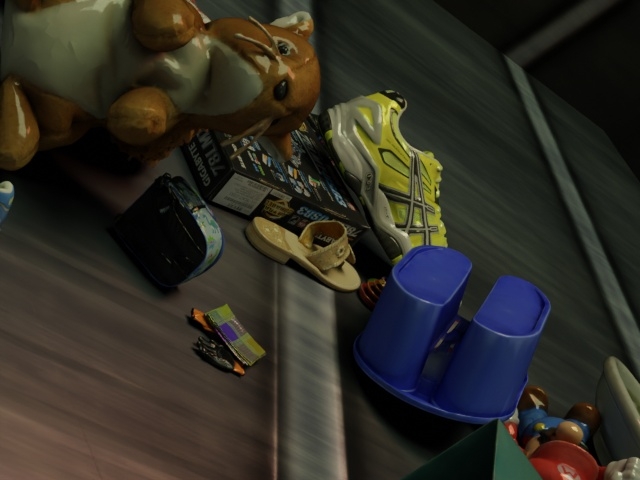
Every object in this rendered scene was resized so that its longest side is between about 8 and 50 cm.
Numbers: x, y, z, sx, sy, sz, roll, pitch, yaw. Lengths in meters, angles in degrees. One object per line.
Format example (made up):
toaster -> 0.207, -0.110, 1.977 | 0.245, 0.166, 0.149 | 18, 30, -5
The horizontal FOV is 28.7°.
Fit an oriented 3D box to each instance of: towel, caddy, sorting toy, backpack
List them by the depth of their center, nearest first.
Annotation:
backpack -> -0.172, -0.009, 1.500 | 0.114, 0.105, 0.084 | 53, 24, 9
towel -> -0.101, 0.114, 1.502 | 0.083, 0.009, 0.060 | 50, 21, 8
caddy -> 0.185, 0.143, 1.770 | 0.241, 0.179, 0.341 | 23, 18, 12
sorting toy -> 0.098, 0.076, 1.911 | 0.061, 0.042, 0.102 | 46, 21, 5

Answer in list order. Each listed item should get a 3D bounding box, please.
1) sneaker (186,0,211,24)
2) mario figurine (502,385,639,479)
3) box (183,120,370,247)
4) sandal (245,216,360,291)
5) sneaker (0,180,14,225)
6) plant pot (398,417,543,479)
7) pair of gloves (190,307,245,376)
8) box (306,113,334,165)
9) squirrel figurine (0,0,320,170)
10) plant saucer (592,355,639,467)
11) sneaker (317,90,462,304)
sneaker -> -0.206, -0.355, 2.092 | 0.270, 0.090, 0.145 | 34, 26, -17
mario figurine -> 0.346, 0.281, 1.778 | 0.320, 0.198, 0.170 | -54, 125, -74
box -> -0.092, -0.135, 1.918 | 0.293, 0.073, 0.295 | 24, 29, -44
sandal -> 0.002, 0.005, 1.819 | 0.240, 0.079, 0.088 | 23, 30, -43
sneaker -> -0.400, -0.080, 1.255 | 0.211, 0.081, 0.080 | 38, 24, -13
plant pot -> 0.206, 0.365, 1.421 | 0.234, 0.165, 0.166 | 50, 20, -8
pair of gloves -> -0.122, 0.121, 1.479 | 0.074, 0.010, 0.083 | 33, 25, -33
box -> -0.003, -0.174, 2.174 | 0.083, 0.052, 0.062 | 53, 23, 24
squirrel figurine -> -0.195, -0.216, 1.516 | 0.370, 0.281, 0.397 | 4, 4, -13
plant saucer -> 0.528, 0.378, 1.980 | 0.400, 0.100, 0.400 | 53, 15, -20
sneaker -> 0.141, -0.057, 1.975 | 0.385, 0.147, 0.145 | 61, 0, -14
